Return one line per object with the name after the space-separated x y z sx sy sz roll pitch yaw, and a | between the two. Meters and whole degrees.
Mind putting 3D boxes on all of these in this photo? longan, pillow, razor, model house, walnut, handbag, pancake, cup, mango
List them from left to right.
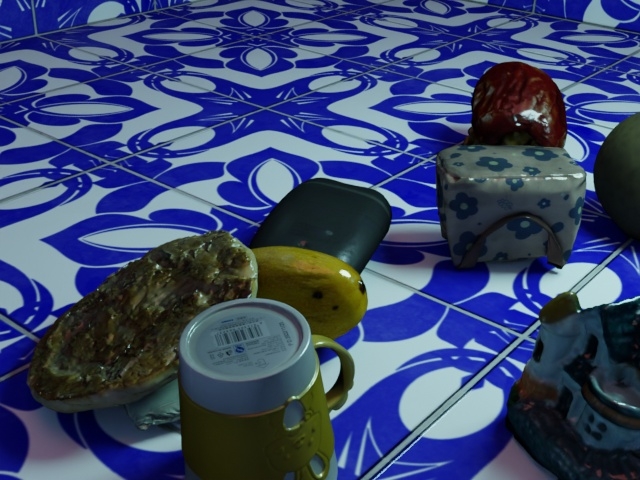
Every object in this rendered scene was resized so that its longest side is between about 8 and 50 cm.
-0.244 0.104 1.198 0.356 0.065 0.356 -19 33 13 | pancake
-0.158 0.190 1.173 0.229 0.051 0.128 -12 34 -24 | pillow
-0.055 0.185 1.001 0.241 0.226 0.185 -28 40 -31 | cup
-0.057 0.086 1.273 0.262 0.157 0.109 -5 32 21 | mango
0.000 -0.002 1.478 0.204 0.113 0.349 12 29 12 | razor
0.325 -0.059 1.525 0.251 0.193 0.190 -1 22 -1 | handbag
0.418 -0.260 1.915 0.243 0.222 0.269 -21 27 28 | walnut
0.370 0.151 1.037 0.184 0.291 0.253 -4 28 -21 | model house
0.640 -0.121 1.623 0.258 0.258 0.258 2 28 -1 | longan
